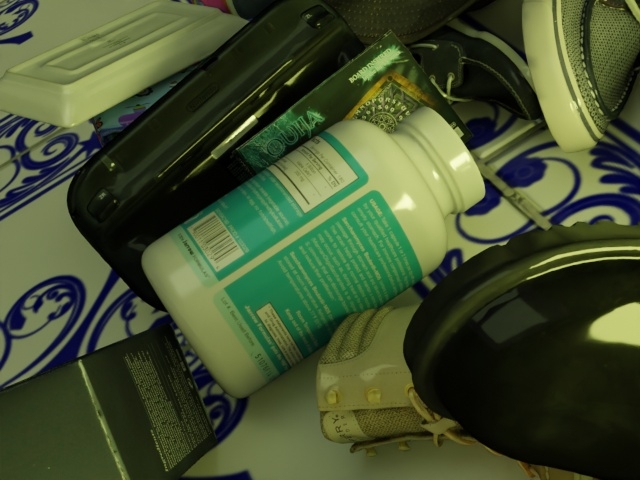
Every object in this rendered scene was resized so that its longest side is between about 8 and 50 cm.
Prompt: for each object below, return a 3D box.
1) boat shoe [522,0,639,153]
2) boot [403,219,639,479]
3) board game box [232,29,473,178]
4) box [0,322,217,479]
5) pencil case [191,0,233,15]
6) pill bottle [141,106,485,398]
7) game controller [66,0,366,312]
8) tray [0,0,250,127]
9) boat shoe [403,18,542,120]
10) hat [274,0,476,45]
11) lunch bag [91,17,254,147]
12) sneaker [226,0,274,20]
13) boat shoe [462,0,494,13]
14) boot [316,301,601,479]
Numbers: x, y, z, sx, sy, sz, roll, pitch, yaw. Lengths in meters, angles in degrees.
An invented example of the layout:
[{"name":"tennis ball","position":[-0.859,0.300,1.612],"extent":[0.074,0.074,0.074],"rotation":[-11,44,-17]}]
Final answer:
[{"name":"boat shoe","position":[0.279,-0.218,0.988],"extent":[0.158,0.127,0.340],"rotation":[-16,38,29]},{"name":"boot","position":[0.228,0.120,0.524],"extent":[0.348,0.131,0.260],"rotation":[7,33,-17]},{"name":"board game box","position":[0.031,-0.087,1.008],"extent":[0.186,0.126,0.026],"rotation":[-39,5,-14]},{"name":"box","position":[-0.182,0.145,0.805],"extent":[0.153,0.108,0.207],"rotation":[-22,-1,8]},{"name":"pencil case","position":[-0.058,-0.340,1.376],"extent":[0.236,0.104,0.104],"rotation":[-36,38,-6]},{"name":"pill bottle","position":[0.000,0.000,0.905],"extent":[0.264,0.146,0.146],"rotation":[-33,38,-6]},{"name":"game controller","position":[-0.073,-0.083,1.030],"extent":[0.319,0.166,0.067],"rotation":[-43,19,-13]},{"name":"tray","position":[-0.202,-0.189,1.125],"extent":[0.145,0.030,0.270],"rotation":[16,37,35]},{"name":"boat shoe","position":[0.136,-0.154,1.055],"extent":[0.079,0.084,0.233],"rotation":[-42,35,-3]},{"name":"hat","position":[0.079,-0.352,1.108],"extent":[0.331,0.134,0.331],"rotation":[-13,50,17]},{"name":"lunch bag","position":[-0.090,-0.153,1.169],"extent":[0.293,0.138,0.221],"rotation":[-23,34,-7]},{"name":"sneaker","position":[0.056,-0.342,1.271],"extent":[0.350,0.131,0.148],"rotation":[-31,33,-3]},{"name":"boat shoe","position":[0.108,-0.266,1.213],"extent":[0.207,0.073,0.073],"rotation":[-2,7,26]},{"name":"boot","position":[0.096,0.121,0.745],"extent":[0.203,0.095,0.262],"rotation":[-15,38,17]}]
